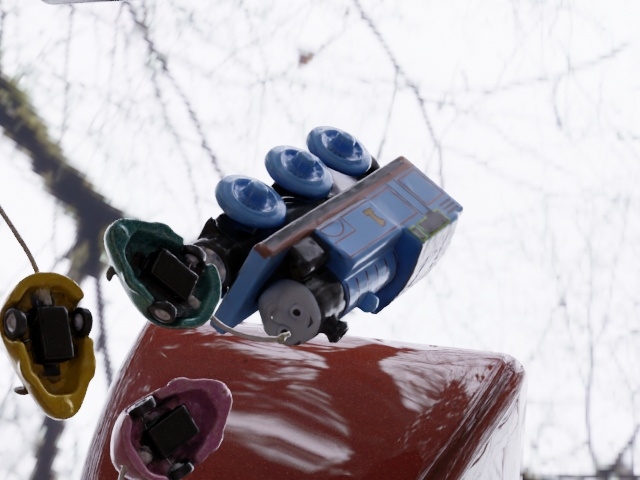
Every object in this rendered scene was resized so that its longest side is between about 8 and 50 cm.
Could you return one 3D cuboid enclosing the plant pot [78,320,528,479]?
[{"bbox_3d":[-0.029,0.223,1.107,0.267,0.236,0.267,6,-69,16],"label":"plant pot"}]

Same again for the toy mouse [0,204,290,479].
[{"bbox_3d":[-0.077,0.050,0.779,0.031,0.143,0.161,-22,-101,48],"label":"toy mouse"}]

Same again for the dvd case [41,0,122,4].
[{"bbox_3d":[0.050,-0.148,0.409,0.238,0.029,0.179,-3,-102,6],"label":"dvd case"}]

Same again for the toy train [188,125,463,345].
[{"bbox_3d":[0.000,0.000,1.008,0.105,0.184,0.080,39,-56,13],"label":"toy train"}]
